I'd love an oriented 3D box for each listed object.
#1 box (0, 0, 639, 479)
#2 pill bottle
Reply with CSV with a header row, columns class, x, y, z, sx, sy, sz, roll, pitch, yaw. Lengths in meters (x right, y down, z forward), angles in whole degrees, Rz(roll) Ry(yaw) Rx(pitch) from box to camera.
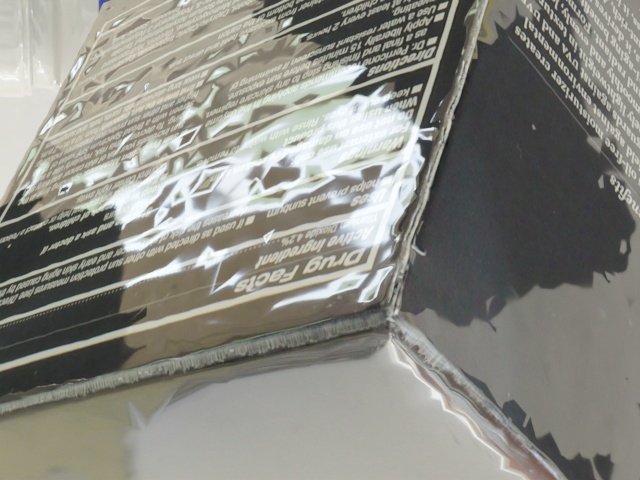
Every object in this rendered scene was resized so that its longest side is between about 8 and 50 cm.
class,x,y,z,sx,sy,sz,roll,pitch,yaw
box,0.000,0.000,0.620,0.296,0.294,0.183,-17,-51,39
pill bottle,-0.144,-0.178,1.150,0.152,0.272,0.152,179,-90,-79
